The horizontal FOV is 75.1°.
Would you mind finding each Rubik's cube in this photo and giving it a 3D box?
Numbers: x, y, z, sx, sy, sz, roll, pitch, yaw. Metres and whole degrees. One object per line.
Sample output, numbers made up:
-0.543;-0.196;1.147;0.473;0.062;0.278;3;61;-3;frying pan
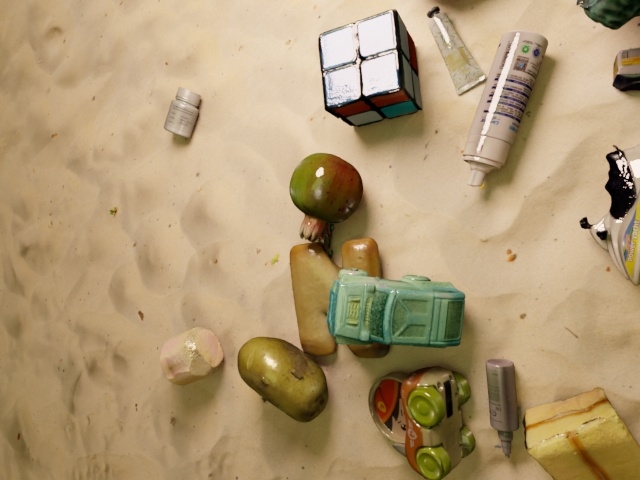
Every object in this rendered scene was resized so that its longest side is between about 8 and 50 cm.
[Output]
0.113;-0.365;0.921;0.183;0.180;0.167;-5;89;27;Rubik's cube

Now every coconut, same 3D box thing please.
-0.369;0.327;1.174;0.153;0.147;0.147;-24;80;20;coconut

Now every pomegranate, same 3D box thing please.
0.002;-0.097;0.970;0.180;0.180;0.209;24;88;23;pomegranate

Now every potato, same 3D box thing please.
-0.090;0.331;1.022;0.228;0.197;0.148;24;80;34;potato

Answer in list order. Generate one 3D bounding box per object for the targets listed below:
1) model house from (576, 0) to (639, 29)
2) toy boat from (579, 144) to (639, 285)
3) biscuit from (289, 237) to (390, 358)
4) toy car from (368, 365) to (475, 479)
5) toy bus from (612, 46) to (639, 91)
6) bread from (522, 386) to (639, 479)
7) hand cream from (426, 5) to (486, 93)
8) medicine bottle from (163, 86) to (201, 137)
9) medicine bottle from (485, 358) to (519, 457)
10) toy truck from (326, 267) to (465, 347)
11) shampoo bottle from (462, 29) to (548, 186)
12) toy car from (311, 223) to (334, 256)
0.655;-0.447;0.628;0.339;0.297;0.360;30;61;-2;model house
0.554;-0.063;0.742;0.141;0.141;0.269;19;101;24;toy boat
0.041;0.143;1.010;0.237;0.062;0.290;-3;94;24;biscuit
0.206;0.388;0.922;0.235;0.145;0.235;4;96;45;toy car
0.628;-0.317;0.745;0.172;0.057;0.072;-1;81;25;toy bus
0.513;0.425;0.747;0.168;0.163;0.264;-36;76;20;bread
0.289;-0.422;0.914;0.067;0.042;0.194;-27;83;22;hand cream
-0.401;-0.374;1.218;0.080;0.080;0.130;25;101;23;medicine bottle
0.380;0.351;0.867;0.058;0.058;0.199;-4;89;25;medicine bottle
0.155;0.147;0.876;0.279;0.156;0.154;6;90;-15;toy truck
0.365;-0.257;0.851;0.092;0.092;0.303;20;100;24;shampoo bottle
0.000;0.000;1.056;0.059;0.035;0.121;4;90;21;toy car
